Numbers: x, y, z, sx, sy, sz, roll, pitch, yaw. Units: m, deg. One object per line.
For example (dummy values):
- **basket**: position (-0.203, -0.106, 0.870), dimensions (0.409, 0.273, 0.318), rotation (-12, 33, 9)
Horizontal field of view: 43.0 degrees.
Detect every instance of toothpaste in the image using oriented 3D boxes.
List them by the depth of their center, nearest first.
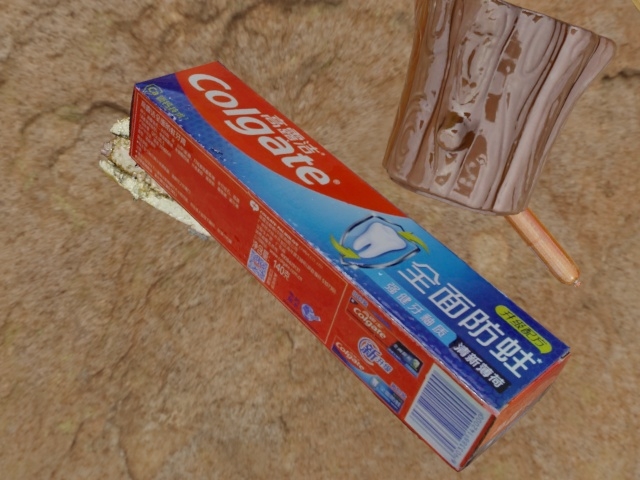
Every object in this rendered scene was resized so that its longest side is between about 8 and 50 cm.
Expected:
- **toothpaste**: position (0.001, 0.000, 0.515), dimensions (0.320, 0.076, 0.066), rotation (42, 137, 24)

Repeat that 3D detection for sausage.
- **sausage**: position (0.419, -0.038, 1.667), dimensions (0.053, 0.053, 0.347), rotation (-40, 93, 2)

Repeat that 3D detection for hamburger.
- **hamburger**: position (-0.293, -0.129, 1.615), dimensions (0.282, 0.245, 0.155), rotation (29, 93, -25)

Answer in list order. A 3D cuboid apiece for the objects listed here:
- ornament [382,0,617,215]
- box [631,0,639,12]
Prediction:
- **ornament**: position (0.182, -0.152, 0.916), dimensions (0.235, 0.221, 0.217), rotation (20, 106, 13)
- **box**: position (0.206, -0.315, 0.577), dimensions (0.274, 0.076, 0.174), rotation (49, 53, -10)
